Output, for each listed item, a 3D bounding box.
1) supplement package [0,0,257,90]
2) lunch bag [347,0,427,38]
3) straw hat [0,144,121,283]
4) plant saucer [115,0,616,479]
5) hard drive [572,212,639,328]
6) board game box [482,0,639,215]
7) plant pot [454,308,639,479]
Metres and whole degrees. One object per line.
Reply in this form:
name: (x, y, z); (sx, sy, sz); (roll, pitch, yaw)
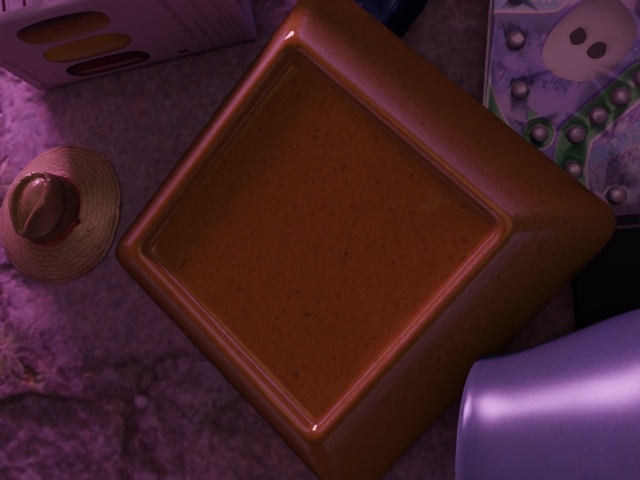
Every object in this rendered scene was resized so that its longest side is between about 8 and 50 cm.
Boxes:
supplement package: (-0.202, -0.250, 0.667); (0.244, 0.139, 0.133); (-10, 79, 12)
lunch bag: (0.051, -0.220, 0.644); (0.065, 0.067, 0.098); (36, 87, 14)
straw hat: (-0.270, -0.033, 0.688); (0.145, 0.061, 0.144); (-2, 81, 11)
plant saucer: (0.000, 0.000, 0.580); (0.333, 0.081, 0.333); (43, 104, 15)
hard drive: (0.268, 0.023, 0.555); (0.135, 0.022, 0.094); (-5, 114, 16)
board game box: (0.331, -0.194, 0.547); (0.390, 0.050, 0.389); (4, 95, 12)
plant pot: (0.233, 0.160, 0.461); (0.255, 0.272, 0.271); (-5, 80, 27)
